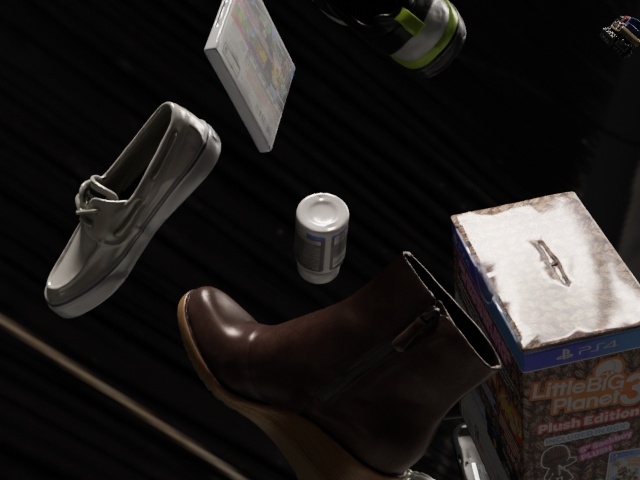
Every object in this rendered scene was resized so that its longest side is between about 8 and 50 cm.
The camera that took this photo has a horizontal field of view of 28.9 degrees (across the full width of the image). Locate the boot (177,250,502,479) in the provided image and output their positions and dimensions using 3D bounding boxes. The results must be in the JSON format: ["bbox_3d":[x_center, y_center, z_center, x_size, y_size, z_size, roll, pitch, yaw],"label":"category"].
[{"bbox_3d":[0.010,0.079,1.021,0.248,0.090,0.207,48,115,19],"label":"boot"}]

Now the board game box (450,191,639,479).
[{"bbox_3d":[0.242,0.139,1.312,0.141,0.291,0.232,-12,37,-6],"label":"board game box"}]

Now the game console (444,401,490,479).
[{"bbox_3d":[0.220,0.275,1.750,0.213,0.044,0.361,-5,38,-4],"label":"game console"}]

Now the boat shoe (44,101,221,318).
[{"bbox_3d":[-0.222,-0.035,1.353,0.267,0.088,0.096,-46,42,5],"label":"boat shoe"}]

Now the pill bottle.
[{"bbox_3d":[0.000,0.000,1.832,0.137,0.078,0.078,95,-174,-53],"label":"pill bottle"}]

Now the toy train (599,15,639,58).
[{"bbox_3d":[0.301,-0.205,1.231,0.036,0.027,0.158,-48,2,16],"label":"toy train"}]

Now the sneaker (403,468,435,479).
[{"bbox_3d":[0.115,0.472,1.818,0.107,0.110,0.275,-21,-47,-66],"label":"sneaker"}]

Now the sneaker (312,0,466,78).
[{"bbox_3d":[0.036,-0.219,1.034,0.084,0.097,0.234,-53,42,7],"label":"sneaker"}]

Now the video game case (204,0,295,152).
[{"bbox_3d":[-0.099,-0.260,1.790,0.023,0.201,0.183,-6,47,23],"label":"video game case"}]
